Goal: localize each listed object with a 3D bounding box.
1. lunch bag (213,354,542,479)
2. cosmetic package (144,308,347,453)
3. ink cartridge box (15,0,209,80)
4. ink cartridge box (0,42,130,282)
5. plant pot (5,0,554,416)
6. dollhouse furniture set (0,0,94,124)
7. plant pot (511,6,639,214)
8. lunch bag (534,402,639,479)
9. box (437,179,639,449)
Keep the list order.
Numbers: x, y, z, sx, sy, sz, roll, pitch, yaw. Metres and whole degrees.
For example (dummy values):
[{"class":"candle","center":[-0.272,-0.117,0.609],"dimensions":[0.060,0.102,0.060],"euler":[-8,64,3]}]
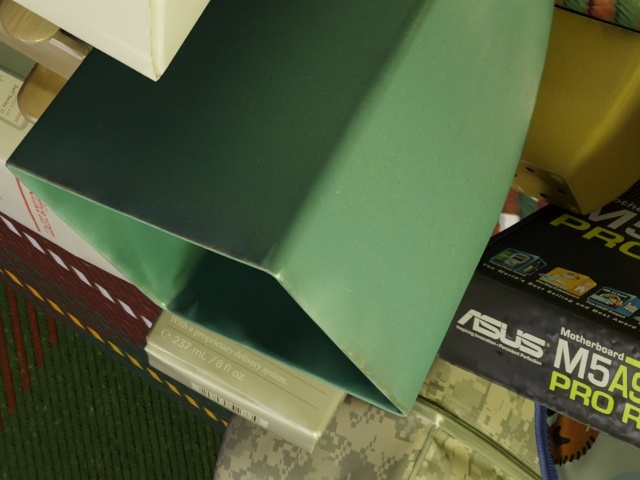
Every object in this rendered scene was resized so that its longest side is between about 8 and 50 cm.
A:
[{"class":"lunch bag","center":[0.056,0.197,1.761],"dimensions":[0.212,0.256,0.305],"euler":[41,164,-36]},{"class":"cosmetic package","center":[0.000,0.000,1.211],"dimensions":[0.127,0.238,0.107],"euler":[27,169,3]},{"class":"ink cartridge box","center":[-0.125,-0.229,0.721],"dimensions":[0.270,0.198,0.197],"euler":[30,166,3]},{"class":"ink cartridge box","center":[-0.271,-0.107,1.647],"dimensions":[0.353,0.119,0.207],"euler":[30,166,6]},{"class":"plant pot","center":[0.004,-0.073,0.934],"dimensions":[0.165,0.234,0.166],"euler":[21,165,33]},{"class":"dollhouse furniture set","center":[-0.281,-0.164,1.369],"dimensions":[0.242,0.161,0.212],"euler":[30,167,1]},{"class":"plant pot","center":[0.133,-0.063,1.020],"dimensions":[0.081,0.083,0.081],"euler":[23,165,30]},{"class":"lunch bag","center":[0.278,0.184,1.204],"dimensions":[0.328,0.239,0.385],"euler":[49,-163,-56]},{"class":"box","center":[0.229,0.049,0.989],"dimensions":[0.270,0.216,0.060],"euler":[24,121,29]}]
